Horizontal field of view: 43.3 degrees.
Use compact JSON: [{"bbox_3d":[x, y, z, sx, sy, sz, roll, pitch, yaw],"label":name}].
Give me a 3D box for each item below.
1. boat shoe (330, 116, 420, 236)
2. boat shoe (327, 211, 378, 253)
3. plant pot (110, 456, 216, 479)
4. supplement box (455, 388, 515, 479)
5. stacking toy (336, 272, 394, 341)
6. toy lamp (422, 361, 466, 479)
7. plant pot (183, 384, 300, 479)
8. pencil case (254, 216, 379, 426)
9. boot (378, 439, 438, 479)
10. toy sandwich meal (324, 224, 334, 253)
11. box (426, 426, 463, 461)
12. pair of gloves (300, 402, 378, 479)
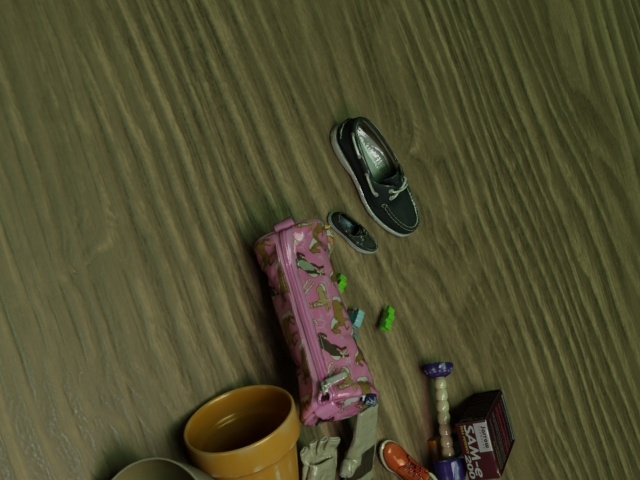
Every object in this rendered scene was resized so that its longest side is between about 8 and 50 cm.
[{"bbox_3d":[0.136,-0.137,1.782,0.302,0.091,0.114,50,59,-17],"label":"boat shoe"},{"bbox_3d":[0.076,-0.016,1.751,0.142,0.040,0.049,35,64,-25],"label":"boat shoe"},{"bbox_3d":[-0.224,0.513,1.336,0.191,0.284,0.284,30,64,-53],"label":"plant pot"},{"bbox_3d":[0.369,0.426,1.789,0.239,0.073,0.130,-14,90,-69],"label":"supplement box"},{"bbox_3d":[0.057,0.200,1.699,0.167,0.052,0.221,37,61,-26],"label":"stacking toy"},{"bbox_3d":[0.272,0.407,1.766,0.080,0.080,0.275,6,69,-34],"label":"toy lamp"},{"bbox_3d":[-0.122,0.396,1.461,0.205,0.205,0.188,-31,115,-34],"label":"plant pot"},{"bbox_3d":[-0.014,0.151,1.539,0.160,0.167,0.386,-4,67,-31],"label":"pencil case"},{"bbox_3d":[0.192,0.484,1.719,0.158,0.084,0.059,49,60,-16],"label":"boot"},{"bbox_3d":[0.000,0.000,1.702,0.085,0.029,0.086,7,78,-34],"label":"toy sandwich meal"},{"bbox_3d":[0.308,0.470,1.836,0.136,0.028,0.081,-16,90,-33],"label":"box"},{"bbox_3d":[0.038,0.444,1.594,0.240,0.042,0.204,-27,125,-47],"label":"pair of gloves"}]
